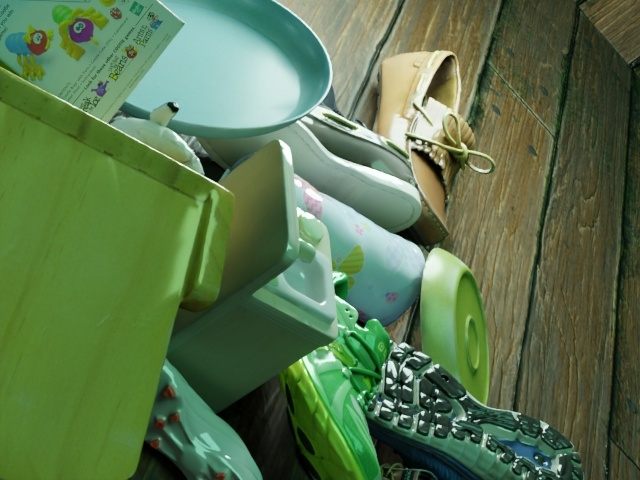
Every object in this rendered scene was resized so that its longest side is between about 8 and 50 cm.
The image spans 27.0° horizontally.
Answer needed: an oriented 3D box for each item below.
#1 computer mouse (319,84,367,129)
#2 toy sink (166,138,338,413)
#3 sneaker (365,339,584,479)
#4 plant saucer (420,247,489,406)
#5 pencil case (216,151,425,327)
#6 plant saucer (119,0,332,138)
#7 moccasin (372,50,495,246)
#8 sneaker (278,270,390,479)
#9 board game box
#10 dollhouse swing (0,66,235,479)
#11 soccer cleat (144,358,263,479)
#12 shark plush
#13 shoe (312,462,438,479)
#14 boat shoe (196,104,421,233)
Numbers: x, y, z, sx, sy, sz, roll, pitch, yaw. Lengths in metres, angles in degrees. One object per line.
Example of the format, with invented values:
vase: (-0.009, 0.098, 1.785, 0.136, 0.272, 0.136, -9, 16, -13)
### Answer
computer mouse: (-0.023, -0.172, 1.750, 0.262, 0.060, 0.184, 50, 24, -30)
toy sink: (-0.068, 0.040, 1.293, 0.131, 0.234, 0.153, 30, 37, -35)
sneaker: (0.119, 0.232, 1.479, 0.330, 0.147, 0.130, 31, 38, -2)
plant saucer: (0.170, 0.127, 1.625, 0.241, 0.037, 0.241, -7, 90, -72)
pencil case: (0.000, 0.000, 1.551, 0.273, 0.113, 0.124, 30, 20, -36)
plant saucer: (-0.144, -0.210, 1.510, 0.318, 0.043, 0.317, 11, 40, -9)
moccasin: (0.157, -0.139, 1.866, 0.380, 0.147, 0.139, -81, 148, -53)
sneaker: (0.018, 0.130, 1.355, 0.123, 0.109, 0.295, -9, 47, -9)
board game box: (-0.292, -0.236, 1.276, 0.275, 0.144, 0.142, 40, -10, -17)
dollhouse swing: (-0.301, 0.018, 1.139, 0.347, 0.315, 0.305, 27, 81, -38)
soccer cleat: (-0.125, 0.177, 1.253, 0.196, 0.068, 0.076, 53, 15, -5)
shark plush: (-0.193, -0.083, 1.339, 0.067, 0.161, 0.073, 55, 42, -38)
shoe: (0.065, 0.255, 1.414, 0.178, 0.081, 0.063, 45, 31, -16)
boat shoe: (-0.015, -0.114, 1.617, 0.324, 0.116, 0.096, 24, 44, -27)
